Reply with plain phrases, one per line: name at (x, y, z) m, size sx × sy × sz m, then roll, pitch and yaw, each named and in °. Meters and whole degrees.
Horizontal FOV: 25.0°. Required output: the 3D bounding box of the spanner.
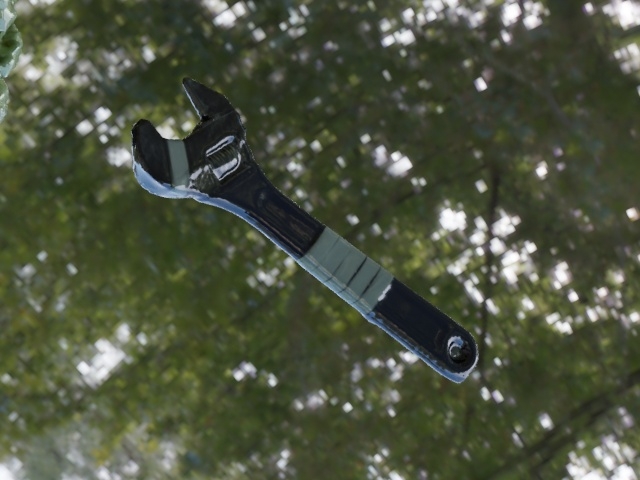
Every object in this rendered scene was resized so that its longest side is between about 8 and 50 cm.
spanner at (0.000, 0.000, 1.025) m, size 0.024 × 0.316 × 0.087 m, roll -20°, pitch -141°, yaw 56°

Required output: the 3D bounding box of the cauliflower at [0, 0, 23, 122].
cauliflower at (-0.349, -0.141, 1.069) m, size 0.260 × 0.327 × 0.281 m, roll 29°, pitch -146°, yaw 13°
